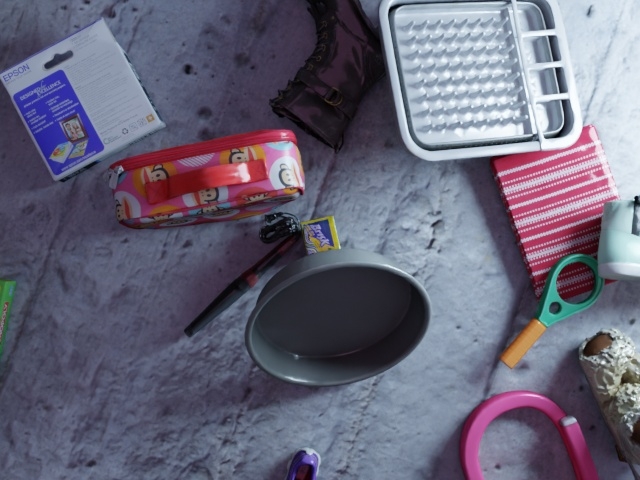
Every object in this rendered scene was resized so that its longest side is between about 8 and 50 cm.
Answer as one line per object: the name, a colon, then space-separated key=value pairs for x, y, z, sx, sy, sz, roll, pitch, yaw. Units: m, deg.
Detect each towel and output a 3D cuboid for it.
towel: x=0.420 y=-0.045 z=1.175 sx=0.199 sy=0.031 sz=0.275 roll=-19 pitch=90 yaw=-3

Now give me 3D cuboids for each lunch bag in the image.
lunch bag: x=-0.171 y=-0.088 z=1.056 sx=0.293 sy=0.258 sz=0.120 roll=-11 pitch=91 yaw=-2

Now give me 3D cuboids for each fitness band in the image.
fitness band: x=0.352 y=0.399 z=1.149 sx=0.209 sy=0.054 sz=0.291 roll=-19 pitch=87 yaw=-1

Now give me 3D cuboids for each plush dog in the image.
plush dog: x=0.571 y=0.260 z=1.093 sx=0.225 sy=0.262 sz=0.211 roll=-23 pitch=122 yaw=8

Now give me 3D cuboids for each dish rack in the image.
dish rack: x=0.252 y=-0.270 z=1.120 sx=0.332 sy=0.072 sz=0.286 roll=-8 pitch=85 yaw=-18

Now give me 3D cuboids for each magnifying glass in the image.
magnifying glass: x=0.384 y=0.120 z=1.146 sx=0.092 sy=0.026 sz=0.231 roll=41 pitch=92 yaw=-9

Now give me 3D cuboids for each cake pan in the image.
cake pan: x=0.026 y=0.123 z=1.074 sx=0.293 sy=0.054 sz=0.293 roll=-6 pitch=133 yaw=-6

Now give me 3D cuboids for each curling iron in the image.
curling iron: x=-0.134 y=0.059 z=1.166 sx=0.068 sy=0.035 sz=0.274 roll=41 pitch=91 yaw=16

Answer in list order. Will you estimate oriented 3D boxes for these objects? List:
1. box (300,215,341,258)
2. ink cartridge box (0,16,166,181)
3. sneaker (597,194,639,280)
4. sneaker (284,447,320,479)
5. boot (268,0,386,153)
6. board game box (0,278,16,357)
box: x=0.000 y=0.000 z=1.099 sx=0.054 sy=0.169 sz=0.059 roll=-12 pitch=87 yaw=0
ink cartridge box: x=-0.404 y=-0.237 z=1.165 sx=0.206 sy=0.045 sz=0.208 roll=-28 pitch=90 yaw=-1
sneaker: x=0.580 y=-0.005 z=1.133 sx=0.256 sy=0.094 sz=0.151 roll=6 pitch=82 yaw=-15
sneaker: x=-0.045 y=0.430 z=1.135 sx=0.068 sy=0.071 sz=0.170 roll=13 pitch=89 yaw=0
boot: x=-0.006 y=-0.304 z=1.149 sx=0.263 sy=0.091 sz=0.229 roll=41 pitch=88 yaw=-1
board game box: x=-0.695 y=0.144 z=1.151 sx=0.317 sy=0.046 sz=0.214 roll=10 pitch=89 yaw=0
